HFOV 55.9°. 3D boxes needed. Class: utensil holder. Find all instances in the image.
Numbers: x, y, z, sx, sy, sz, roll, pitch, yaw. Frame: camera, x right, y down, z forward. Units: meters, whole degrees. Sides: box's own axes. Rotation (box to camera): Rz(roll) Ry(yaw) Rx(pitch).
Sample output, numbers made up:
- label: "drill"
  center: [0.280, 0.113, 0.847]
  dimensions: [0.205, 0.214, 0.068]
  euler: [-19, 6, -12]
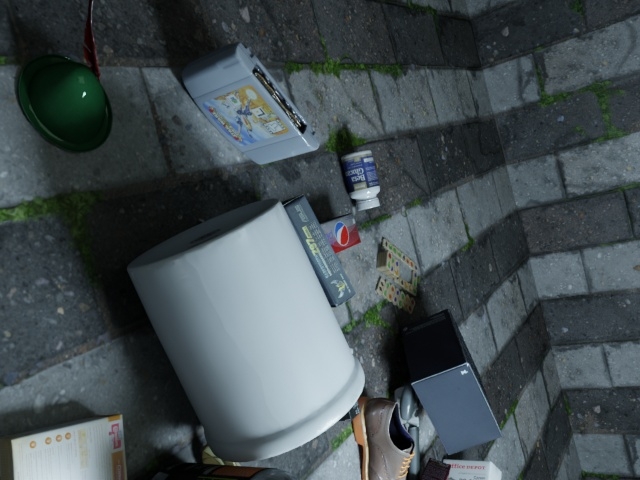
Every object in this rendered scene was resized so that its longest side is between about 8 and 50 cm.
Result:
- label: "utensil holder"
  center: [-0.139, 0.153, 1.139]
  dimensions: [0.328, 0.328, 0.385]
  euler: [-38, 109, -52]

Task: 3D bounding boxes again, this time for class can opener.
- label: "can opener"
  center: [0.247, 0.566, 1.766]
  dimensions: [0.093, 0.074, 0.280]
  euler: [25, 63, -60]

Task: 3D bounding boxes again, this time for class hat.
- label: "hat"
  center: [-0.389, -0.266, 1.023]
  dimensions: [0.208, 0.184, 0.172]
  euler: [47, 45, -36]

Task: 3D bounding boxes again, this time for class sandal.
- label: "sandal"
  center: [-0.184, 0.471, 1.205]
  dimensions: [0.049, 0.072, 0.180]
  euler: [-120, -171, -78]

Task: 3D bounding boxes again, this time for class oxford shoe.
- label: "oxford shoe"
  center: [0.191, 0.600, 1.624]
  dimensions: [0.130, 0.133, 0.363]
  euler: [-24, 100, -55]

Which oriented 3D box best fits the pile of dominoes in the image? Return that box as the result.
- label: "pile of dominoes"
  center: [0.263, 0.119, 1.953]
  dimensions: [0.251, 0.040, 0.195]
  euler: [34, 53, -44]

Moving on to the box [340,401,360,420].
- label: "box"
  center: [0.048, 0.416, 1.521]
  dimensions: [0.052, 0.083, 0.062]
  euler: [-22, 98, -56]

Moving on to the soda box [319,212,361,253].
- label: "soda box"
  center: [0.000, 0.000, 1.579]
  dimensions: [0.263, 0.084, 0.092]
  euler: [-21, 96, -54]

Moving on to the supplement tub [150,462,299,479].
- label: "supplement tub"
  center: [-0.149, 0.483, 1.023]
  dimensions: [0.194, 0.316, 0.193]
  euler: [20, 65, -50]

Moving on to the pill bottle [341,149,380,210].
- label: "pill bottle"
  center: [0.124, -0.178, 1.797]
  dimensions: [0.094, 0.094, 0.169]
  euler: [-17, 94, -55]

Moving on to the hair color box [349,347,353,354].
- label: "hair color box"
  center: [0.028, 0.302, 1.563]
  dimensions: [0.141, 0.043, 0.071]
  euler: [29, 57, -46]

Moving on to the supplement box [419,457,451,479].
- label: "supplement box"
  center: [0.311, 0.733, 1.724]
  dimensions: [0.239, 0.073, 0.130]
  euler: [-5, 108, -70]

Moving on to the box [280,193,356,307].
- label: "box"
  center: [-0.039, 0.028, 1.257]
  dimensions: [0.059, 0.183, 0.232]
  euler: [-32, 100, -26]

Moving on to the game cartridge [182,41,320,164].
- label: "game cartridge"
  center: [-0.159, -0.289, 1.340]
  dimensions: [0.297, 0.198, 0.062]
  euler: [47, 45, -36]

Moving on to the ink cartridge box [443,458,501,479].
- label: "ink cartridge box"
  center: [0.469, 0.827, 1.914]
  dimensions: [0.100, 0.172, 0.237]
  euler: [48, 44, -36]

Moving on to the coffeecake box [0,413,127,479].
- label: "coffeecake box"
  center: [-0.396, 0.357, 0.928]
  dimensions: [0.186, 0.068, 0.142]
  euler: [4, 76, -54]

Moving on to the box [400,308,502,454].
- label: "box"
  center: [0.387, 0.422, 1.830]
  dimensions: [0.296, 0.183, 0.294]
  euler: [62, 11, -21]
